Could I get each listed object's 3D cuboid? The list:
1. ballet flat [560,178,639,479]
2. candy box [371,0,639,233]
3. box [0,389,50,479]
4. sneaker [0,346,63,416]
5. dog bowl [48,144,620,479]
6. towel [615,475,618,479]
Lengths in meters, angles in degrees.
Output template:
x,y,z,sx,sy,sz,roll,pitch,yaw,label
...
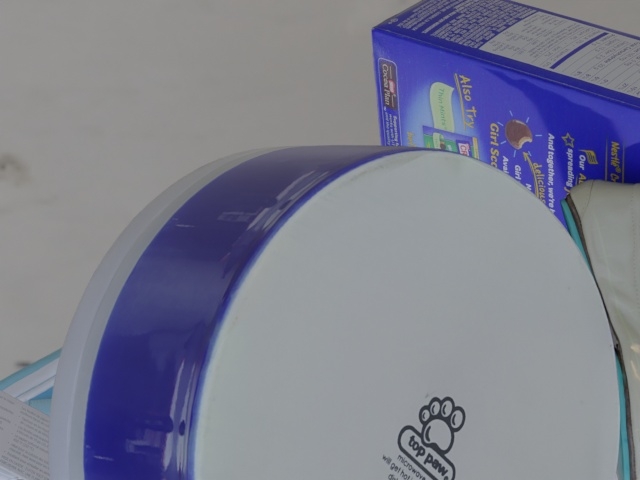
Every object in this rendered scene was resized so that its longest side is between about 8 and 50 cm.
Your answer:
x,y,z,sx,sy,sz,roll,pitch,yaw,label
0.248,0.072,1.349,0.086,0.248,0.086,-12,-175,1,ballet flat
0.208,-0.050,1.494,0.317,0.122,0.268,23,134,36,candy box
-0.249,0.169,1.388,0.324,0.067,0.063,30,140,-18,box
-0.214,0.200,1.935,0.319,0.208,0.127,-30,166,7,sneaker
0.015,0.088,0.797,0.265,0.265,0.104,21,168,-40,dog bowl
0.254,0.087,1.948,0.317,0.332,0.053,26,-158,21,towel
